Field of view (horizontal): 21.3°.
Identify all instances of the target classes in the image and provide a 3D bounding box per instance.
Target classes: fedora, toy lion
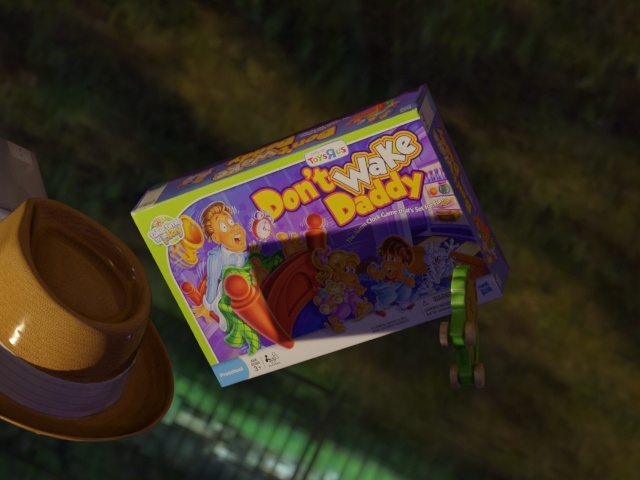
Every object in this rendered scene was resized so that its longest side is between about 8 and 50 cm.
[{"bbox_3d":[-0.163,0.036,1.056,0.194,0.079,0.194,24,-150,-15],"label":"fedora"},{"bbox_3d":[0.139,0.078,1.632,0.034,0.096,0.100,-2,135,15],"label":"toy lion"}]

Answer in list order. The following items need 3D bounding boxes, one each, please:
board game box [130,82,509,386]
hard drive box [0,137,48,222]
[{"bbox_3d":[0.000,0.000,1.869,0.233,0.347,0.078,64,-159,-18],"label":"board game box"},{"bbox_3d":[-0.424,-0.029,1.793,0.232,0.089,0.181,-18,171,7],"label":"hard drive box"}]
